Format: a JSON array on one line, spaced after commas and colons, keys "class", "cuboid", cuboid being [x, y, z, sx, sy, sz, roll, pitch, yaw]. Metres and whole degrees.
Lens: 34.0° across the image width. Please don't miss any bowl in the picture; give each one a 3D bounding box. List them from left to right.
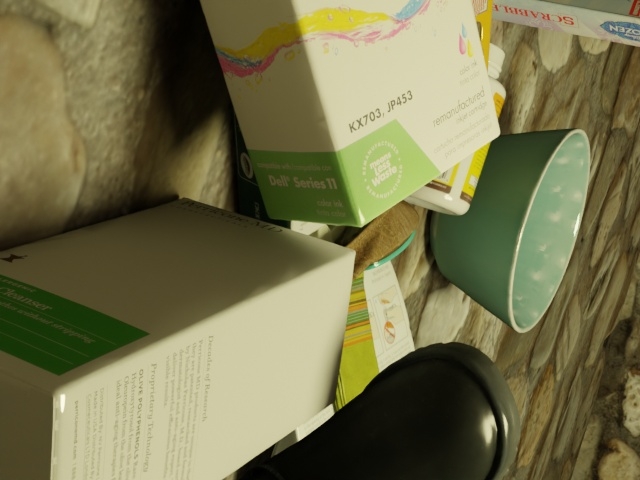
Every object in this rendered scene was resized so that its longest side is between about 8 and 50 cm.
[{"class": "bowl", "cuboid": [0.273, -0.033, 1.566, 0.311, 0.163, 0.312, -39, 138, -47]}]

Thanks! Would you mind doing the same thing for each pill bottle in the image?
[{"class": "pill bottle", "cuboid": [0.163, -0.148, 1.336, 0.117, 0.117, 0.215, 22, 86, -64]}]

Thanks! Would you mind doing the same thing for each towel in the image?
[{"class": "towel", "cuboid": [0.046, 0.155, 1.252, 0.102, 0.021, 0.237, -13, 92, -56]}]

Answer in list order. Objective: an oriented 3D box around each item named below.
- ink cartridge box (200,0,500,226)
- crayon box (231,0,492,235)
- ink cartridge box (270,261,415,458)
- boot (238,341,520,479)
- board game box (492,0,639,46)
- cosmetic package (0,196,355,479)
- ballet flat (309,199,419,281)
[{"class": "ink cartridge box", "cuboid": [0.014, -0.214, 0.869, 0.207, 0.119, 0.354, -34, 117, -36]}, {"class": "crayon box", "cuboid": [0.050, -0.157, 1.089, 0.323, 0.083, 0.203, -30, 133, -37]}, {"class": "ink cartridge box", "cuboid": [0.025, 0.216, 1.304, 0.308, 0.091, 0.385, -24, 101, -56]}, {"class": "boot", "cuboid": [-0.075, 0.270, 0.863, 0.445, 0.146, 0.367, -21, 161, -42]}, {"class": "board game box", "cuboid": [0.331, -0.404, 1.281, 0.319, 0.318, 0.066, -65, 153, -14]}, {"class": "cosmetic package", "cuboid": [-0.146, 0.091, 0.800, 0.365, 0.197, 0.155, -26, 128, -58]}, {"class": "ballet flat", "cuboid": [0.000, 0.000, 1.151, 0.342, 0.116, 0.124, -39, 118, -43]}]
